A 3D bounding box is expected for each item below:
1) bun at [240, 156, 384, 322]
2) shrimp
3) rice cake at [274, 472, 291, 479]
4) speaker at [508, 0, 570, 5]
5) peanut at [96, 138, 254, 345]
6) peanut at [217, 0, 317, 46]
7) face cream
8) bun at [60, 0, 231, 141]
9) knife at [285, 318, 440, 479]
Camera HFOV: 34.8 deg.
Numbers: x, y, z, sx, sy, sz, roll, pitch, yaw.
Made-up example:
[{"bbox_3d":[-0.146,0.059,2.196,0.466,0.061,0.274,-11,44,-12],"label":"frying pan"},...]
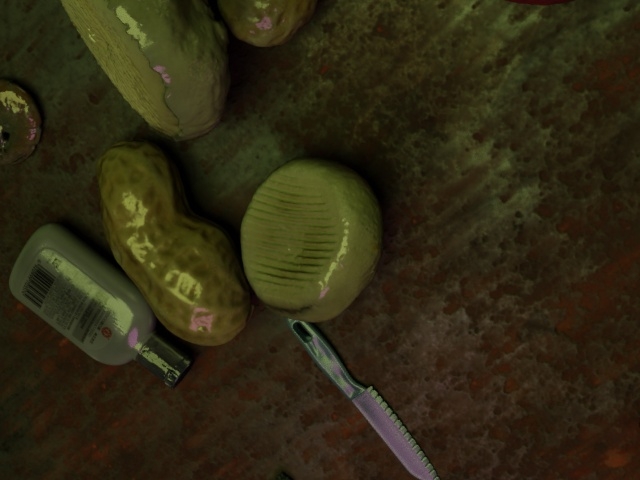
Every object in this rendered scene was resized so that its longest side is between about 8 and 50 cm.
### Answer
[{"bbox_3d":[0.000,0.000,1.301,0.222,0.127,0.222,2,93,45],"label":"bun"},{"bbox_3d":[-0.496,-0.156,1.463,0.223,0.047,0.126,-15,111,21],"label":"shrimp"},{"bbox_3d":[-0.093,0.415,1.499,0.030,0.042,0.180,33,115,4],"label":"rice cake"},{"bbox_3d":[0.232,-0.388,1.066,0.294,0.294,0.294,6,108,17],"label":"speaker"},{"bbox_3d":[-0.201,0.003,1.365,0.147,0.147,0.305,-39,87,25],"label":"peanut"},{"bbox_3d":[-0.055,-0.343,1.206,0.129,0.129,0.224,20,110,12],"label":"peanut"},{"bbox_3d":[-0.308,0.103,1.460,0.291,0.071,0.144,36,116,7],"label":"face cream"},{"bbox_3d":[-0.207,-0.264,1.240,0.146,0.287,0.287,-39,91,-15],"label":"bun"},{"bbox_3d":[0.060,0.217,1.401,0.044,0.019,0.313,-38,94,22],"label":"knife"}]
